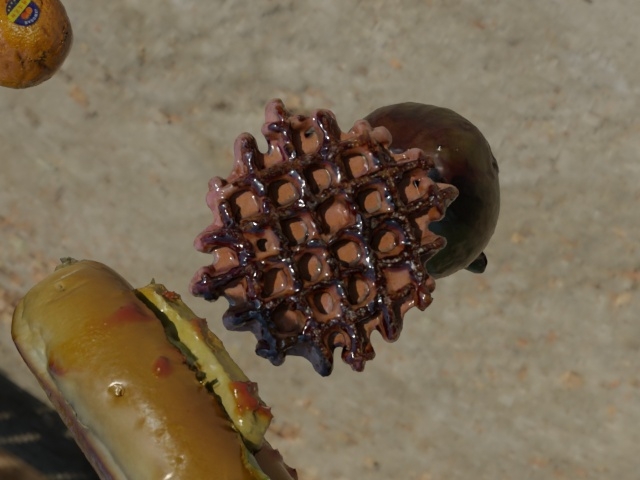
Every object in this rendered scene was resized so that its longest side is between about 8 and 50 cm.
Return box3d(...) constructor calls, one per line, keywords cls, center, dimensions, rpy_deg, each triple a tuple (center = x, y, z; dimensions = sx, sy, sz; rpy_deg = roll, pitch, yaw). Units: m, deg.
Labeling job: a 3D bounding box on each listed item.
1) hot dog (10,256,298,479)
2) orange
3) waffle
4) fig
box3d(cls="hot dog", center=(-0.046, 0.095, 0.563), dimensions=(0.250, 0.076, 0.104), rpy_deg=(54, -179, 27))
box3d(cls="orange", center=(-0.370, -0.248, 1.630), dimensions=(0.135, 0.136, 0.117), rpy_deg=(33, 145, -4))
box3d(cls="waffle", center=(0.000, 0.000, 1.181), dimensions=(0.221, 0.234, 0.055), rpy_deg=(23, 170, -6))
box3d(cls="fig", center=(0.135, -0.017, 1.606), dimensions=(0.216, 0.217, 0.321), rpy_deg=(10, 158, 31))
